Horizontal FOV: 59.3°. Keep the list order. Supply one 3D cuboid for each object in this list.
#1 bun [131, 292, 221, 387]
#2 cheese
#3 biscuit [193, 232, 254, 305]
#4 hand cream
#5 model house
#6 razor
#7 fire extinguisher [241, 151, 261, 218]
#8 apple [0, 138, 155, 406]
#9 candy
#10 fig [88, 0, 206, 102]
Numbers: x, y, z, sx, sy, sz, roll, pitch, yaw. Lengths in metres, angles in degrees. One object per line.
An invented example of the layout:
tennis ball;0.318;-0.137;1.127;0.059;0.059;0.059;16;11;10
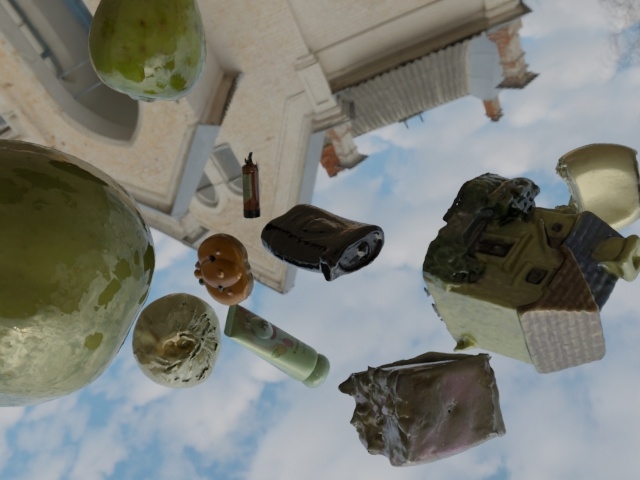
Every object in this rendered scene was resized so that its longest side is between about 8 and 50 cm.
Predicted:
bun;-0.413;0.294;1.664;0.287;0.287;0.146;-49;-164;-27
cheese;0.769;-0.141;1.562;0.233;0.266;0.127;-14;-158;22
biscuit;-0.229;0.069;1.274;0.170;0.171;0.050;0;-164;34
hand cream;-0.113;0.272;1.435;0.093;0.305;0.147;-49;-161;21
model house;0.369;0.043;0.957;0.266;0.261;0.321;17;-121;45
razor;0.000;0.001;1.451;0.204;0.114;0.349;-30;-150;-28
fire extinguisher;-0.185;-0.149;1.497;0.050;0.177;0.062;-5;-164;-13
apple;-0.525;0.048;0.955;0.473;0.474;0.474;-18;-143;14
candy;0.156;0.247;0.857;0.195;0.137;0.185;-8;173;-23
fig;-0.377;-0.476;1.265;0.258;0.258;0.327;11;-89;41
